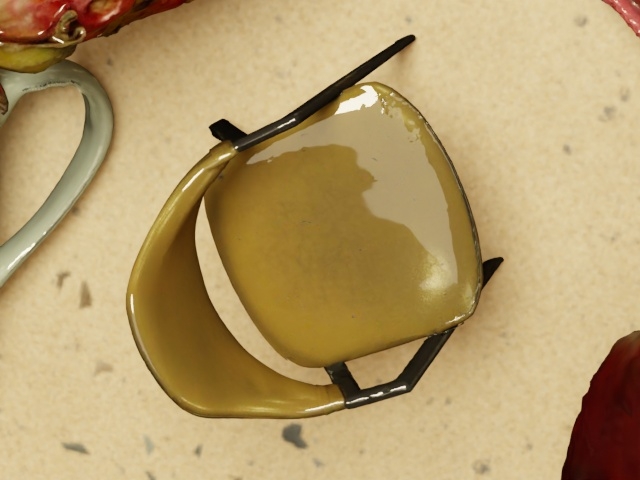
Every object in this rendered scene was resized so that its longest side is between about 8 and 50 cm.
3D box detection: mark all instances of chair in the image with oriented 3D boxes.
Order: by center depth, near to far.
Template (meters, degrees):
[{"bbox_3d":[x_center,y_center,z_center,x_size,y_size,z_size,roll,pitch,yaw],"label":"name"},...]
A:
[{"bbox_3d":[0.000,0.000,0.901,0.172,0.247,0.159,-21,100,10],"label":"chair"}]

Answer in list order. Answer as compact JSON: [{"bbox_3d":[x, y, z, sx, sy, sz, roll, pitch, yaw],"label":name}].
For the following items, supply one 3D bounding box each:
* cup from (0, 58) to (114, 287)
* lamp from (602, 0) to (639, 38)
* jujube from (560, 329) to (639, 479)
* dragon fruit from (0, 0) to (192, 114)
[{"bbox_3d":[-0.252,-0.029,0.977,0.258,0.186,0.234,-7,113,-20],"label":"cup"},{"bbox_3d":[0.244,-0.128,0.914,0.118,0.118,0.253,-40,95,13],"label":"lamp"},{"bbox_3d":[0.261,0.194,0.930,0.258,0.258,0.377,10,97,4],"label":"jujube"},{"bbox_3d":[-0.090,-0.262,0.832,0.262,0.296,0.314,-14,109,6],"label":"dragon fruit"}]
